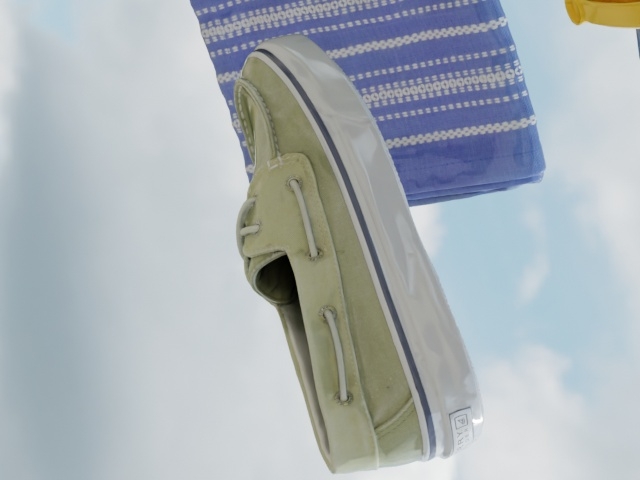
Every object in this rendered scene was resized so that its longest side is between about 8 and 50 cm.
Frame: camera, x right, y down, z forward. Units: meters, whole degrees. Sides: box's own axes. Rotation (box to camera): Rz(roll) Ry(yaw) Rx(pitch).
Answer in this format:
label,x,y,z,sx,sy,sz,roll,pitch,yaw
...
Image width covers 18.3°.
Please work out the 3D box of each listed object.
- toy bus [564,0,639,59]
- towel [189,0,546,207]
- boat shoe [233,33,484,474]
label,x,y,z,sx,sy,sz,roll,pitch,yaw
toy bus,0.215,-0.163,1.062,0.220,0.149,0.211,-160,-121,-68
towel,0.007,-0.174,1.387,0.243,0.040,0.336,-8,-69,32
boat shoe,0.000,0.000,1.163,0.109,0.094,0.302,95,-25,-52
